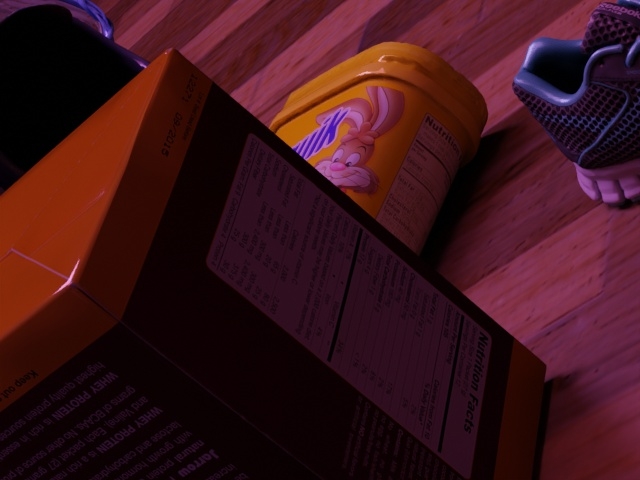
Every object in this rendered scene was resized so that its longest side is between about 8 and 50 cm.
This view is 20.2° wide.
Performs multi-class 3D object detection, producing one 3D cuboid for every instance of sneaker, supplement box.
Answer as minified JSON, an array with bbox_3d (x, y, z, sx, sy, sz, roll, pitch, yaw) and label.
[{"bbox_3d":[-0.201,-0.089,1.118,0.350,0.148,0.131,12,61,30],"label":"sneaker"},{"bbox_3d":[-0.055,0.076,0.654,0.191,0.194,0.129,-36,24,34],"label":"supplement box"},{"bbox_3d":[0.134,-0.063,0.673,0.166,0.076,0.065,-22,34,53],"label":"sneaker"}]

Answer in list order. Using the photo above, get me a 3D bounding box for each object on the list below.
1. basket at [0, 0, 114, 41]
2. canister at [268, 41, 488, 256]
[{"bbox_3d":[-0.273,-0.114,1.401,0.289,0.255,0.201,158,119,-84],"label":"basket"},{"bbox_3d":[0.000,0.000,0.859,0.126,0.073,0.170,-24,34,52],"label":"canister"}]
